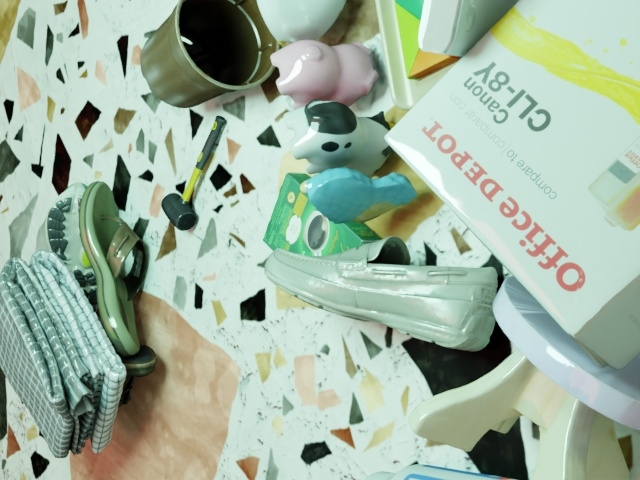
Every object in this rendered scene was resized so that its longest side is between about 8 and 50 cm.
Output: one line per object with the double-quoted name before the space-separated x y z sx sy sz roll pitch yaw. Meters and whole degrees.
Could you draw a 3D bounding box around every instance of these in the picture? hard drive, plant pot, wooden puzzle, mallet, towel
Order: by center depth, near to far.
"hard drive" 0.199 -0.278 1.193 0.040 0.307 0.203 16 103 30
"wooden puzzle" 0.154 -0.294 1.443 0.238 0.044 0.221 -19 75 47
"plant pot" -0.170 -0.271 1.735 0.165 0.167 0.167 -22 74 54
"mallet" -0.194 -0.110 1.851 0.062 0.039 0.190 39 113 44
"towel" -0.431 0.190 1.930 0.284 0.121 0.235 56 147 26

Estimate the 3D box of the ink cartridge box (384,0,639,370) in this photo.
"ink cartridge box" 0.294 -0.115 1.076 0.384 0.160 0.279 -45 59 8

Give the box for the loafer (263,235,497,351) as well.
"loafer" 0.073 0.048 1.475 0.319 0.112 0.112 14 88 31

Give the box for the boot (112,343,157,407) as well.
"boot" -0.322 0.231 1.977 0.219 0.082 0.106 -2 103 54

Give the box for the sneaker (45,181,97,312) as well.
"sneaker" -0.424 0.031 2.081 0.110 0.107 0.275 -101 21 -66

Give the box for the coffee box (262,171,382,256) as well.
"coffee box" 0.000 0.000 1.621 0.184 0.040 0.113 41 120 41

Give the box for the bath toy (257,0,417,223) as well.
"bath toy" 0.020 -0.199 1.535 0.129 0.151 0.348 -20 69 15

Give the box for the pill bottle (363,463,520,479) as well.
"pill bottle" 0.144 0.326 1.396 0.221 0.124 0.124 -1 89 50

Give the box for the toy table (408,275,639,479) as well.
"toy table" 0.233 0.162 1.218 0.274 0.252 0.161 -90 25 -72

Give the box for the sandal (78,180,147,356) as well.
"sandal" -0.318 0.042 1.951 0.086 0.120 0.303 -20 67 7
